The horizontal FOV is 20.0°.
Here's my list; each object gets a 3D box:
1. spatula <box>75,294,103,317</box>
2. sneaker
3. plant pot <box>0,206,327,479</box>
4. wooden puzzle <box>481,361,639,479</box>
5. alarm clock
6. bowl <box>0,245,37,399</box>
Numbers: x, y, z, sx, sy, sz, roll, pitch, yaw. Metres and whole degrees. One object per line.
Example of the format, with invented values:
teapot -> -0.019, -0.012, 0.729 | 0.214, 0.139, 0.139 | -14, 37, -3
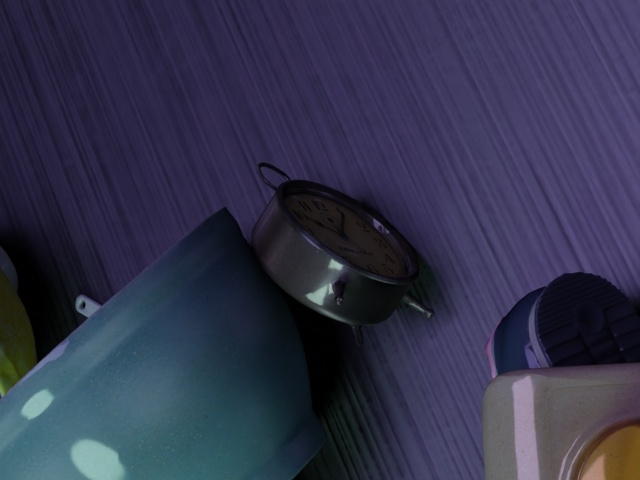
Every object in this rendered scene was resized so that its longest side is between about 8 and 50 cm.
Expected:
spatula -> -0.161, 0.155, 1.625 | 0.242, 0.019, 0.168 | 25, 103, 37
sneaker -> 0.204, 0.187, 1.293 | 0.131, 0.112, 0.319 | -36, 66, 62
plant pot -> -0.120, 0.142, 1.441 | 0.196, 0.293, 0.293 | 48, 119, 0
wooden puzzle -> 0.278, 0.233, 1.148 | 0.348, 0.080, 0.322 | -4, 83, 13
alarm clock -> 0.000, 0.000, 1.439 | 0.064, 0.129, 0.192 | -55, 48, 24
bowl -> -0.369, 0.068, 1.691 | 0.289, 0.156, 0.289 | 18, 136, 19
